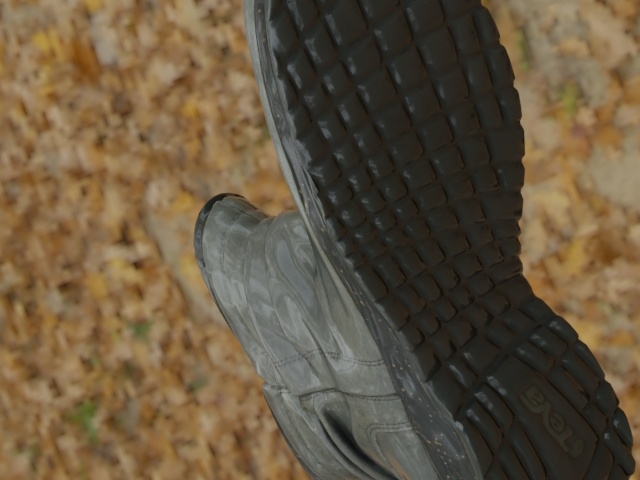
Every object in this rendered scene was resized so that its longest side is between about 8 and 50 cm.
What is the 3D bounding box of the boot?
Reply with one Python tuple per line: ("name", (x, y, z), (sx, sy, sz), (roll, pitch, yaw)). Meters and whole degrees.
("boot", (0.000, 0.000, 0.617), (0.161, 0.083, 0.246), (9, 128, 53))
